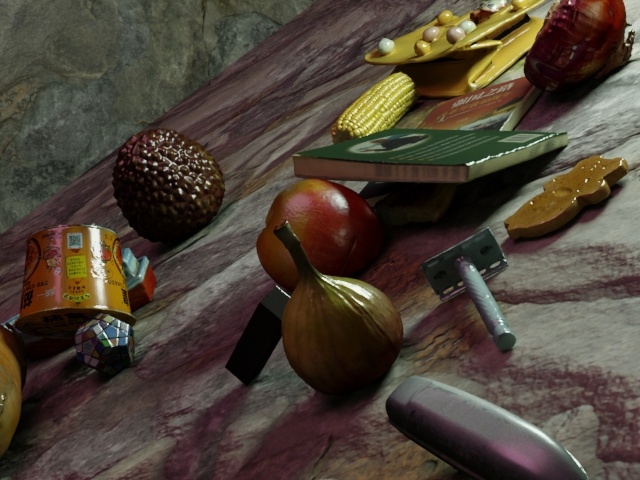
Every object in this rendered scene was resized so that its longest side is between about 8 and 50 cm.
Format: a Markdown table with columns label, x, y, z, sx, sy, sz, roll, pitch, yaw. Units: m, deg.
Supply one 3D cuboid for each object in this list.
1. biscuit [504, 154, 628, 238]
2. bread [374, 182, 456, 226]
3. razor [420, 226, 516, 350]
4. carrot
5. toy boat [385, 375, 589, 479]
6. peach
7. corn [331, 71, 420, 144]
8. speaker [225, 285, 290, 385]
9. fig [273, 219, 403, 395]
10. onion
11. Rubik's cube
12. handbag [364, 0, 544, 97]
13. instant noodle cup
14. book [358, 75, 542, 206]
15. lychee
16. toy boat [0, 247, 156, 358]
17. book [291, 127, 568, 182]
| label | x | y | z | sx | sy | sz | roll | pitch | yaw |
| --- | --- | --- | --- | --- | --- | --- | --- | --- | --- |
| biscuit | 0.343 | -0.059 | 1.636 | 0.184 | 0.027 | 0.133 | -41 | 22 | -24 |
| bread | 0.174 | -0.077 | 1.898 | 0.154 | 0.054 | 0.136 | 4 | 45 | 52 |
| razor | 0.203 | 0.069 | 1.481 | 0.106 | 0.068 | 0.232 | -30 | 23 | 5 |
| carrot | -0.608 | 0.268 | 1.969 | 0.224 | 0.224 | 0.340 | -31 | 15 | 1 |
| toy boat | 0.166 | 0.205 | 1.167 | 0.078 | 0.085 | 0.260 | -39 | 31 | -21 |
| peach | 0.000 | 0.000 | 1.884 | 0.190 | 0.192 | 0.190 | 25 | -90 | -90 |
| corn | 0.112 | -0.261 | 2.422 | 0.093 | 0.093 | 0.244 | -12 | 26 | 45 |
| speaker | -0.083 | 0.133 | 1.622 | 0.040 | 0.046 | 0.191 | -46 | -9 | -36 |
| fig | -0.005 | 0.090 | 1.497 | 0.143 | 0.231 | 0.160 | -40 | 16 | 45 |
| onion | 0.455 | -0.346 | 2.032 | 0.230 | 0.163 | 0.230 | -59 | 2 | 3 |
| Rubik's cube | -0.368 | 0.178 | 2.026 | 0.111 | 0.111 | 0.093 | 2 | 61 | 59 |
| handbag | 0.295 | -0.422 | 2.524 | 0.283 | 0.133 | 0.401 | -33 | 18 | -21 |
| instant noodle cup | -0.444 | 0.074 | 2.140 | 0.216 | 0.172 | 0.216 | -5 | -18 | -1 |
| book | 0.239 | -0.182 | 2.123 | 0.263 | 0.028 | 0.374 | -15 | 25 | 42 |
| lychee | -0.326 | -0.118 | 2.501 | 0.236 | 0.271 | 0.236 | -18 | 49 | 22 |
| toy boat | -0.490 | 0.118 | 2.310 | 0.332 | 0.133 | 0.145 | -28 | 19 | 9 |
| book | 0.169 | -0.139 | 1.892 | 0.260 | 0.043 | 0.371 | -19 | 18 | -41 |
